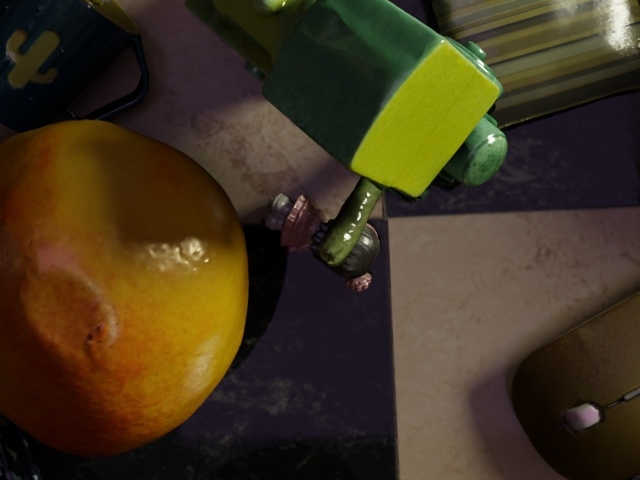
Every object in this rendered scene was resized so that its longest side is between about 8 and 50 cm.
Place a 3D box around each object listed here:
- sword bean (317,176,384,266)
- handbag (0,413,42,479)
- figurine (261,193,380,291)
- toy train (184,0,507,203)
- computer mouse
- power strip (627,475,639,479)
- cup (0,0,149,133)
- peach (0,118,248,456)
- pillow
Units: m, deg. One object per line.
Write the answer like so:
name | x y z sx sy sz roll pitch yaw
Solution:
sword bean | 0.074 -0.090 0.842 0.038 0.043 0.269 33 79 -8
handbag | -0.365 0.303 0.894 0.162 0.113 0.260 -26 89 0
figurine | 0.000 0.000 0.873 0.129 0.054 0.072 24 102 6
toy train | -0.002 -0.177 0.739 0.369 0.237 0.150 43 103 31
computer mouse | 0.343 0.122 0.839 0.310 0.072 0.158 -31 88 7
power strip | 0.369 0.235 0.860 0.111 0.029 0.038 -16 91 6
cup | -0.268 -0.185 0.864 0.155 0.131 0.176 -45 113 10
peach | -0.205 0.053 0.785 0.289 0.289 0.308 9 87 5
pillow | 0.212 -0.228 0.832 0.208 0.052 0.212 -17 91 -5
